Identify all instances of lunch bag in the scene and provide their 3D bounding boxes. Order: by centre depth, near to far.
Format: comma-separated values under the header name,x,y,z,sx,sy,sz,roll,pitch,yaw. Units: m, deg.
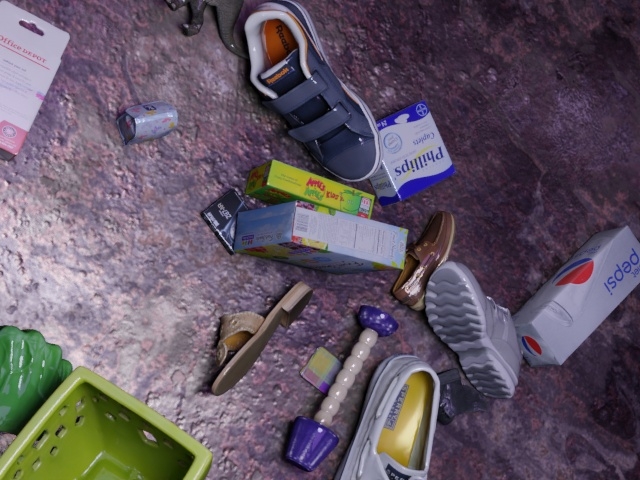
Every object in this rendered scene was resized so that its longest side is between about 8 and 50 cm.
name,x,y,z,sx,sy,sz,roll,pitch,yaw
lunch bag,-0.258,-0.178,1.703,0.071,0.083,0.053,-17,91,-26

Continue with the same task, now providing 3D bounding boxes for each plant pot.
name,x,y,z,sx,sy,sz,roll,pitch,yaw
plant pot,-0.292,0.340,1.523,0.228,0.207,0.227,32,67,11

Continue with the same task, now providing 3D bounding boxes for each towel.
name,x,y,z,sx,sy,sz,roll,pitch,yaw
towel,0.012,0.215,1.823,0.083,0.009,0.060,40,68,-17

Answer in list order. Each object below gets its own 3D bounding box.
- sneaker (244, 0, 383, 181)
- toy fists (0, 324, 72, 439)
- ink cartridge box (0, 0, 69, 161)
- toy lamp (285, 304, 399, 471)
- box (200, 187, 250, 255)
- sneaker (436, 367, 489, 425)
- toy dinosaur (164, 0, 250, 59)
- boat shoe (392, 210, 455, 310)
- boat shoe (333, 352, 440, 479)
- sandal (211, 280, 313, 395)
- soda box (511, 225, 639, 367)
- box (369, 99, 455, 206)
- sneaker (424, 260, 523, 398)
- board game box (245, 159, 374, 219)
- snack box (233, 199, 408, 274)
name,x,y,z,sx,sy,sz,roll,pitch,yaw
sneaker,-0.023,-0.226,1.784,0.321,0.126,0.127,59,26,0
toy fists,-0.476,0.166,1.549,0.279,0.096,0.142,23,84,-23
ink cartridge box,-0.450,-0.228,1.626,0.115,0.067,0.198,27,74,-21
toy lamp,0.030,0.231,1.780,0.080,0.080,0.274,35,69,-18
box,-0.137,-0.029,1.778,0.067,0.018,0.083,-40,101,-25
sneaker,0.194,0.267,1.881,0.170,0.051,0.089,-15,85,-30
toy dinosaur,-0.188,-0.420,1.750,0.160,0.121,0.313,-44,99,-10
boat shoe,0.172,0.027,1.895,0.060,0.064,0.178,27,76,-20
boat shoe,0.113,0.360,1.747,0.136,0.156,0.367,19,86,-13
sandal,-0.115,0.136,1.750,0.079,0.088,0.240,35,58,16
soda box,0.456,0.097,2.008,0.286,0.091,0.098,-40,100,-25
box,0.138,-0.145,1.897,0.126,0.072,0.137,-27,96,-26
sneaker,0.260,0.133,1.896,0.115,0.105,0.281,-56,132,-37
board game box,-0.017,-0.072,1.800,0.181,0.092,0.043,18,75,-23
snack box,0.000,0.000,1.740,0.207,0.174,0.070,12,79,-31
